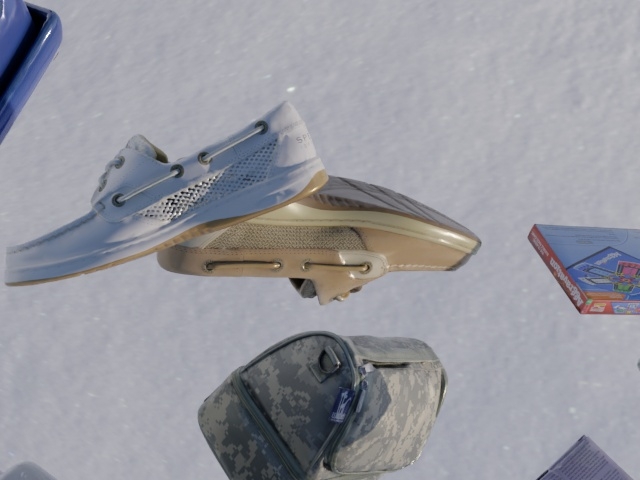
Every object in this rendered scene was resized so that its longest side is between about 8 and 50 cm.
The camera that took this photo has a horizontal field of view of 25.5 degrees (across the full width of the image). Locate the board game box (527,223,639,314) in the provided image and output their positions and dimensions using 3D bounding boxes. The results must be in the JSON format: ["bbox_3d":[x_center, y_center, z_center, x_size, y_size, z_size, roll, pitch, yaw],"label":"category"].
[{"bbox_3d":[0.407,0.038,1.763,0.281,0.145,0.027,2,127,-27],"label":"board game box"}]

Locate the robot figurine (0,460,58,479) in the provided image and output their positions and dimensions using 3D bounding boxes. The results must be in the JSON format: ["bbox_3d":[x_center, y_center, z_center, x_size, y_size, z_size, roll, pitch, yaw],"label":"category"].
[{"bbox_3d":[-0.334,0.410,1.724,0.353,0.300,0.200,36,93,5],"label":"robot figurine"}]

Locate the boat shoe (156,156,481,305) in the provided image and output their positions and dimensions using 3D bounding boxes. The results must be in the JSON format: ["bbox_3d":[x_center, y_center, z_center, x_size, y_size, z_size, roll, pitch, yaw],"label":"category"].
[{"bbox_3d":[0.000,0.000,1.377,0.341,0.121,0.110,9,105,-29],"label":"boat shoe"}]

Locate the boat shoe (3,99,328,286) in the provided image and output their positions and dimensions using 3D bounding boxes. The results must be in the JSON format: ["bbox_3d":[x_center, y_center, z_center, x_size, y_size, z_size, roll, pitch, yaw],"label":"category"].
[{"bbox_3d":[-0.137,-0.040,1.160,0.277,0.098,0.096,-21,95,-2],"label":"boat shoe"}]

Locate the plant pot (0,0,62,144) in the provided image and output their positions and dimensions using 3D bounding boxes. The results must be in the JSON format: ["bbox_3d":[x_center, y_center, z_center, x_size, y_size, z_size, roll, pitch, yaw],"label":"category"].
[{"bbox_3d":[-0.429,-0.208,1.517,0.212,0.236,0.236,35,82,-40],"label":"plant pot"}]

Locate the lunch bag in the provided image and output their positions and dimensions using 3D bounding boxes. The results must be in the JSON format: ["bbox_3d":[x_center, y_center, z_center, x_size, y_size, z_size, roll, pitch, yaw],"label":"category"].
[{"bbox_3d":[0.018,0.232,1.955,0.212,0.256,0.305,54,22,24],"label":"lunch bag"}]

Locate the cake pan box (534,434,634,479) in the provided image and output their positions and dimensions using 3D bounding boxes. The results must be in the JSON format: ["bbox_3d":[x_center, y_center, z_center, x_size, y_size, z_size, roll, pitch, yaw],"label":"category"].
[{"bbox_3d":[0.342,0.393,1.737,0.246,0.070,0.267,44,46,14],"label":"cake pan box"}]

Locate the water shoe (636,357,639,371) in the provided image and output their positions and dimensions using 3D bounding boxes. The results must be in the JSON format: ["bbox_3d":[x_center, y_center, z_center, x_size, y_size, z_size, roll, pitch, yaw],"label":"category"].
[{"bbox_3d":[0.425,0.150,1.454,0.073,0.203,0.080,16,75,-63],"label":"water shoe"}]
